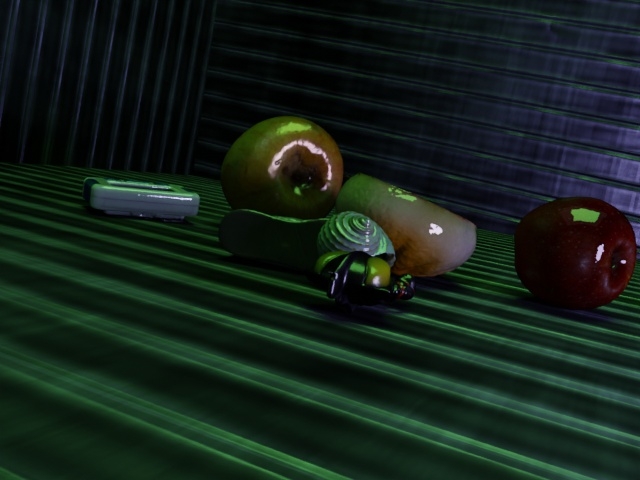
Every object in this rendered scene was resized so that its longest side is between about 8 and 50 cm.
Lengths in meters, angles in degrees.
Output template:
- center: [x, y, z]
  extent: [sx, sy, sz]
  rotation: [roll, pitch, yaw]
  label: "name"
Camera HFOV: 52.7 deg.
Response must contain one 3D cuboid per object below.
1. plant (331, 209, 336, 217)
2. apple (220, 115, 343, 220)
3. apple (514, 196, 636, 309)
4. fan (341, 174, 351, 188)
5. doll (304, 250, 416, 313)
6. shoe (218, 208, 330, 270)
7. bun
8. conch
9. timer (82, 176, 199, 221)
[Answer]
- center: [0.080, -0.041, 1.899]
  extent: [0.122, 0.104, 0.117]
  rotation: [39, 36, -23]
  label: "plant"
- center: [-0.099, -0.160, 1.606]
  extent: [0.298, 0.299, 0.275]
  rotation: [7, 4, -18]
  label: "apple"
- center: [0.478, 0.023, 1.220]
  extent: [0.218, 0.218, 0.201]
  rotation: [3, 1, -42]
  label: "apple"
- center: [0.138, -0.042, 1.604]
  extent: [0.335, 0.011, 0.230]
  rotation: [49, -12, 40]
  label: "fan"
- center: [0.061, 0.056, 0.922]
  extent: [0.127, 0.088, 0.248]
  rotation: [-19, -13, 25]
  label: "doll"
- center: [-0.044, 0.004, 1.177]
  extent: [0.274, 0.103, 0.098]
  rotation: [12, -7, 2]
  label: "shoe"
- center: [0.157, -0.013, 1.305]
  extent: [0.298, 0.165, 0.299]
  rotation: [26, 3, -2]
  label: "bun"
- center: [0.058, 0.009, 1.067]
  extent: [0.135, 0.102, 0.153]
  rotation: [14, -18, -11]
  label: "conch"
- center: [-0.434, -0.098, 1.560]
  extent: [0.253, 0.078, 0.178]
  rotation: [4, 11, -28]
  label: "timer"
